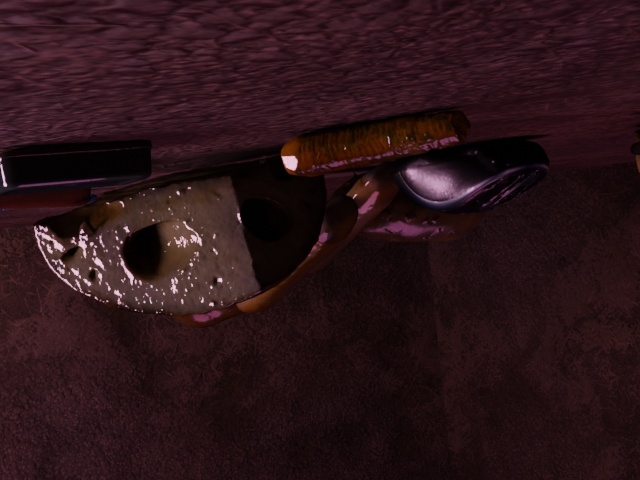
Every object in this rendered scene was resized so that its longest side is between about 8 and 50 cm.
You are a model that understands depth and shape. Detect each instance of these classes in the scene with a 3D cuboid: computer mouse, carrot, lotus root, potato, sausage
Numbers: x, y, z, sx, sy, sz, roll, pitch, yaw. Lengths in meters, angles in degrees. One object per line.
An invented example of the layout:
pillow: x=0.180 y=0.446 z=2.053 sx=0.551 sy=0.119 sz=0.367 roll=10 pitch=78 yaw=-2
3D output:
computer mouse: x=0.207 y=-0.085 z=1.166 sx=0.137 sy=0.097 sz=0.233 roll=-7 pitch=-177 yaw=-44
carrot: x=0.045 y=-0.084 z=0.709 sx=0.170 sy=0.042 sz=0.042 roll=-7 pitch=-179 yaw=30
lotus root: x=-0.147 y=-0.004 z=0.925 sx=0.314 sy=0.142 sz=0.210 roll=-6 pitch=-166 yaw=35
potato: x=0.157 y=-0.068 z=1.476 sx=0.296 sy=0.141 sz=0.191 roll=-5 pitch=-165 yaw=-17
sausage: x=-0.292 y=-0.050 z=0.815 sx=0.043 sy=0.043 sz=0.186 roll=-5 pitch=-178 yaw=23

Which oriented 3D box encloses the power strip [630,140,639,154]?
power strip: x=0.512 y=-0.112 z=0.876 sx=0.251 sy=0.092 sz=0.257 roll=-5 pitch=178 yaw=-30

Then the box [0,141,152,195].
box: x=-0.208 y=-0.059 z=0.683 sx=0.126 sy=0.031 sz=0.091 roll=-9 pitch=-177 yaw=-32

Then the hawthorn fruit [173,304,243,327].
hawthorn fruit: x=-0.193 y=0.026 z=1.633 sx=0.267 sy=0.268 sz=0.301 roll=-5 pitch=-169 yaw=22

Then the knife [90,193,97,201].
knife: x=-0.467 y=-0.048 z=1.166 sx=0.296 sy=0.026 sz=0.044 roll=-6 pitch=170 yaw=-21

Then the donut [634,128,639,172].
donut: x=0.499 y=-0.104 z=1.088 sx=0.162 sy=0.066 sz=0.178 roll=-2 pitch=-159 yaw=-15

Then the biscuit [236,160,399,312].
biscuit: x=0.000 y=0.000 z=1.293 sx=0.237 sy=0.062 sz=0.290 roll=-36 pitch=174 yaw=-45
